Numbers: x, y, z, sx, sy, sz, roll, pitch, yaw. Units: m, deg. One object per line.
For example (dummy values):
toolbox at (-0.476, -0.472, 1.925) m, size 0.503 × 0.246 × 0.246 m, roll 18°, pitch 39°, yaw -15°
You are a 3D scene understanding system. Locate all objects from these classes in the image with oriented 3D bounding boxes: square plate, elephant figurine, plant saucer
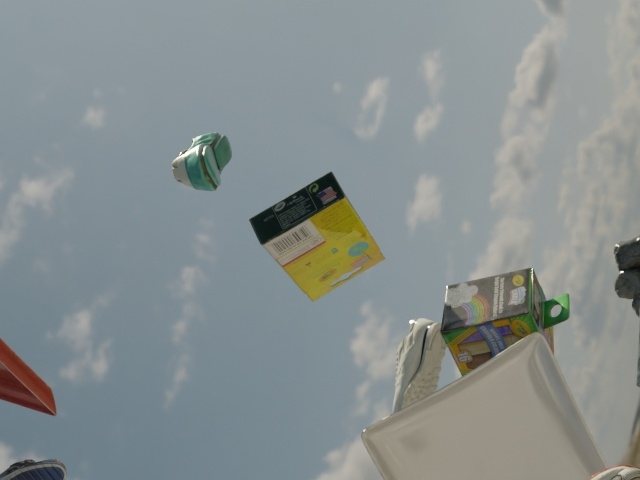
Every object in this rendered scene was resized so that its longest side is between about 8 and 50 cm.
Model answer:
square plate at (0.286, 0.375, 1.691) m, size 0.347 × 0.344 × 0.049 m, roll 62°, pitch 174°, yaw -9°
elephant figurine at (0.577, 0.039, 1.644) m, size 0.239 × 0.186 × 0.169 m, roll -4°, pitch -97°, yaw -52°
plant saucer at (-0.670, 0.243, 2.045) m, size 0.047 × 0.259 × 0.259 m, roll -60°, pitch -38°, yaw -29°

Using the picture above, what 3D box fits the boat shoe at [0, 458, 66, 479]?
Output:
boat shoe at (-0.529, 0.421, 1.814) m, size 0.066 × 0.183 × 0.066 m, roll -84°, pitch -29°, yaw -65°

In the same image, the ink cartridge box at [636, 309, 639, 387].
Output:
ink cartridge box at (0.513, 0.070, 1.283) m, size 0.060 × 0.239 × 0.275 m, roll 2°, pitch -88°, yaw -29°

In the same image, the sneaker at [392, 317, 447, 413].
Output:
sneaker at (0.206, 0.287, 2.260) m, size 0.090 × 0.095 × 0.235 m, roll 33°, pitch -106°, yaw -44°

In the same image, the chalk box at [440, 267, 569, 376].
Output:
chalk box at (0.336, 0.145, 1.797) m, size 0.132 × 0.213 × 0.132 m, roll -73°, pitch -36°, yaw -51°

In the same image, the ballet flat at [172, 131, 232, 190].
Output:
ballet flat at (-0.212, -0.130, 1.784) m, size 0.247 × 0.087 × 0.083 m, roll -82°, pitch -25°, yaw -73°

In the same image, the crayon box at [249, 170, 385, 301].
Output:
crayon box at (0.000, 0.000, 2.205) m, size 0.081 × 0.202 × 0.318 m, roll 62°, pitch -176°, yaw 32°

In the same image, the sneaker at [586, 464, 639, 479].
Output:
sneaker at (0.293, 0.329, 1.040) m, size 0.088 × 0.093 × 0.225 m, roll 53°, pitch -125°, yaw -25°
